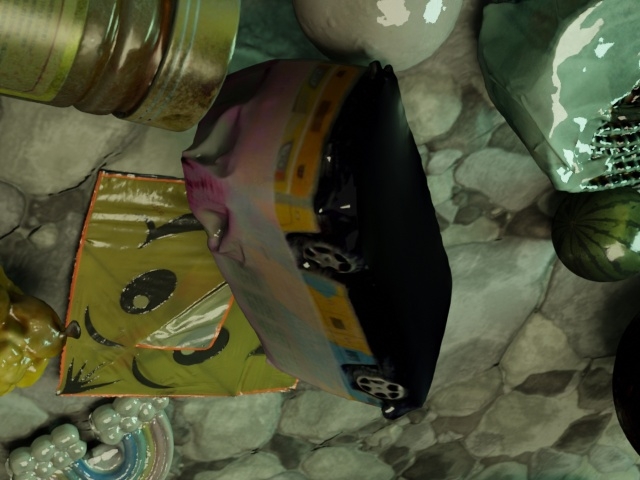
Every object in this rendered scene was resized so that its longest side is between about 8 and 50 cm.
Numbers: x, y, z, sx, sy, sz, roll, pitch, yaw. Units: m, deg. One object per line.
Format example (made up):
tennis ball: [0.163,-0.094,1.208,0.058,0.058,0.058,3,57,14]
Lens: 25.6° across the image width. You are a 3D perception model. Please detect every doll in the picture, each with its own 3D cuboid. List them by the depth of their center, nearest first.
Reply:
doll: [0.055,-0.274,1.091,0.151,0.151,0.287,-5,128,-17]

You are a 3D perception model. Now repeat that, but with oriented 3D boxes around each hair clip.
hair clip: [-0.244,0.239,1.513,0.220,0.054,0.140,-28,122,0]

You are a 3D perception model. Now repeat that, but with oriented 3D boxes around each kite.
kite: [-0.133,0.064,1.404,0.327,0.013,0.377,-35,133,8]

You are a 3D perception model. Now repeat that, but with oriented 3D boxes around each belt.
belt: [0.272,-0.163,1.266,0.257,0.150,0.207,-10,125,-14]

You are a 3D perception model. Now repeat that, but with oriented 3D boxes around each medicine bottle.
medicine bottle: [-0.235,-0.184,1.047,0.322,0.151,0.151,10,127,-28]

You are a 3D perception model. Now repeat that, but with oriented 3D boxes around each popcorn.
popcorn: [-0.336,0.084,1.274,0.163,0.140,0.194,-49,140,14]

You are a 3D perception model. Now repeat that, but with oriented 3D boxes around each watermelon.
watermelon: [0.302,-0.005,1.454,0.133,0.105,0.105,20,121,-34]

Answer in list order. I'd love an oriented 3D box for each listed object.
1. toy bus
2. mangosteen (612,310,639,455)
toy bus: [0.000,0.000,1.220,0.162,0.171,0.386,8,151,18]
mangosteen: [0.484,0.159,1.548,0.313,0.297,0.297,-35,134,16]
